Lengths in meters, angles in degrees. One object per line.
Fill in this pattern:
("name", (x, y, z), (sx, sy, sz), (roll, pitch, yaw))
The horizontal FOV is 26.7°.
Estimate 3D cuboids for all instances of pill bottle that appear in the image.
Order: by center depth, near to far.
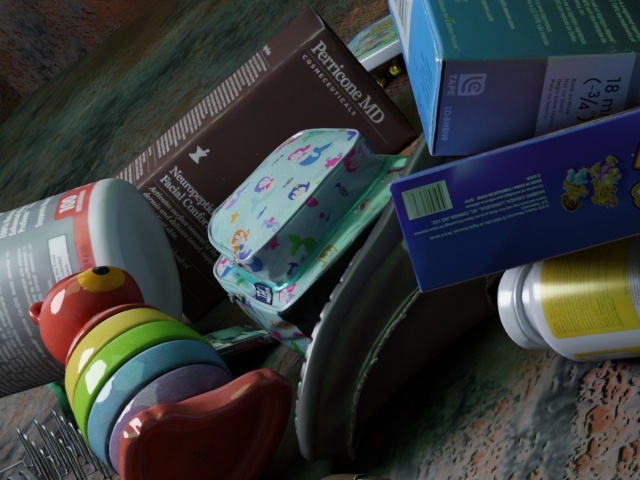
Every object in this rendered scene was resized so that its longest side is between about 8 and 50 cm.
("pill bottle", (0.226, 0.039, 1.027), (0.184, 0.103, 0.103), (-13, 35, 51))
("pill bottle", (-0.364, 0.074, 1.584), (0.363, 0.210, 0.210), (-17, 27, 12))

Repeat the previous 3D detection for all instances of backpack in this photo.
("backpack", (0.000, 0.000, 1.404), (0.225, 0.191, 0.253), (-47, 17, -11))

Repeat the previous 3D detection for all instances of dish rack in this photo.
("dish rack", (-0.253, 0.220, 1.467), (0.271, 0.074, 0.208), (-27, 14, -21))

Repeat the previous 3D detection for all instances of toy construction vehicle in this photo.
("toy construction vehicle", (0.099, -0.255, 1.910), (0.086, 0.035, 0.098), (-21, 30, 44))

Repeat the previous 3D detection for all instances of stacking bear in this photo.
("stacking bear", (-0.181, 0.129, 1.330), (0.175, 0.164, 0.289), (-17, 42, -31))

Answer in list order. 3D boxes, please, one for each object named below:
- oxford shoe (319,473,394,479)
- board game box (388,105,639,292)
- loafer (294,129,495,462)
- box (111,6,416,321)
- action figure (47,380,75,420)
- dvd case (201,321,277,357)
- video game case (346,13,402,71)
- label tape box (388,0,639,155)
("oxford shoe", (0.041, 0.210, 1.037), (0.083, 0.096, 0.227), (-50, 21, -15))
("board game box", (0.239, -0.058, 0.960), (0.347, 0.078, 0.233), (-16, 2, 13))
("loafer", (0.093, 0.043, 1.209), (0.366, 0.130, 0.134), (-63, -10, -9))
("box", (-0.088, -0.096, 1.721), (0.381, 0.191, 0.143), (-41, 21, 6))
("action figure", (-0.343, 0.166, 1.847), (0.137, 0.063, 0.232), (-52, 19, -15))
("dvd case", (-0.114, 0.117, 1.511), (0.119, 0.013, 0.087), (-17, 11, -28))
("video game case", (0.102, -0.292, 1.909), (0.212, 0.023, 0.193), (-25, 18, 37))
("label tape box", (0.241, -0.189, 1.169), (0.333, 0.106, 0.241), (-3, 41, -5))
